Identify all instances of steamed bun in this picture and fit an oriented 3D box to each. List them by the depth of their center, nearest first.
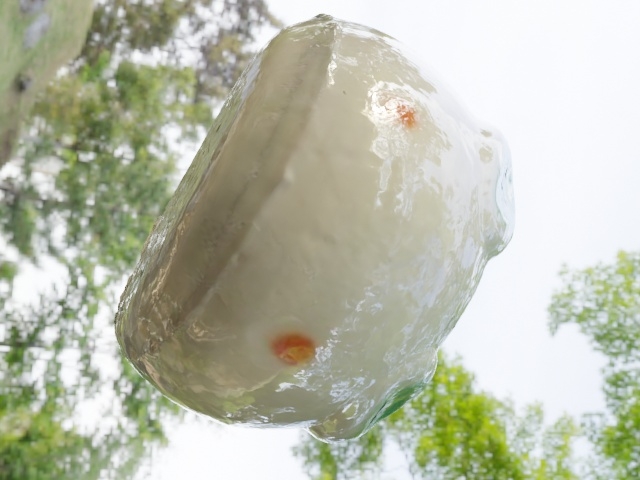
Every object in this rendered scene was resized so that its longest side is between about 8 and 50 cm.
[{"bbox_3d":[0.000,0.000,0.418,0.177,0.131,0.228,-62,-168,-7],"label":"steamed bun"}]
